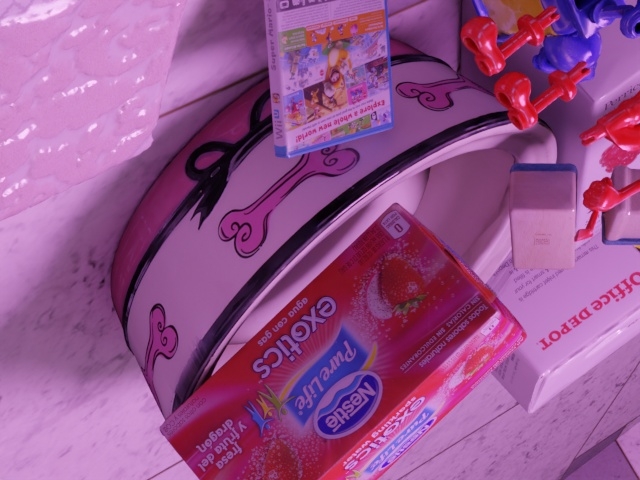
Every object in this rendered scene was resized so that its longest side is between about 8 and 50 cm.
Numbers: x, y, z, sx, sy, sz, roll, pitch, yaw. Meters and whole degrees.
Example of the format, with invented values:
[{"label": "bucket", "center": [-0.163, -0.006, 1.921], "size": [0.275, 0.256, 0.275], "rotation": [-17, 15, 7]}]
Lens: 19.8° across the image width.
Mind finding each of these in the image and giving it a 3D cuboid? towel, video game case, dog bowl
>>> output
[{"label": "towel", "center": [-0.214, -0.102, 1.107], "size": [0.332, 0.053, 0.317], "rotation": [-26, 154, -33]}, {"label": "video game case", "center": [0.006, -0.151, 1.304], "size": [0.119, 0.015, 0.166], "rotation": [-19, 110, -46]}, {"label": "dog bowl", "center": [0.000, 0.000, 1.543], "size": [0.408, 0.150, 0.408], "rotation": [-36, 158, -17]}]

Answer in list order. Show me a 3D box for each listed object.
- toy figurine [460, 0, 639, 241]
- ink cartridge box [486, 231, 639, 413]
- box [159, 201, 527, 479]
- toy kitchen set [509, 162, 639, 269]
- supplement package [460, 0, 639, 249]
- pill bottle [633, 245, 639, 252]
[{"label": "toy figurine", "center": [0.129, -0.199, 1.306], "size": [0.191, 0.217, 0.362], "rotation": [-40, 121, -14]}, {"label": "ink cartridge box", "center": [0.199, 0.026, 1.815], "size": [0.172, 0.237, 0.100], "rotation": [-34, 158, -20]}, {"label": "box", "center": [0.021, 0.108, 1.409], "size": [0.257, 0.122, 0.128], "rotation": [-44, 160, 4]}, {"label": "toy kitchen set", "center": [0.261, -0.072, 1.495], "size": [0.207, 0.166, 0.122], "rotation": [1, 157, 7]}, {"label": "supplement package", "center": [0.243, -0.156, 1.621], "size": [0.177, 0.175, 0.293], "rotation": [-35, 158, -11]}, {"label": "pill bottle", "center": [0.337, -0.062, 1.951], "size": [0.188, 0.188, 0.334], "rotation": [-14, 145, -51]}]
